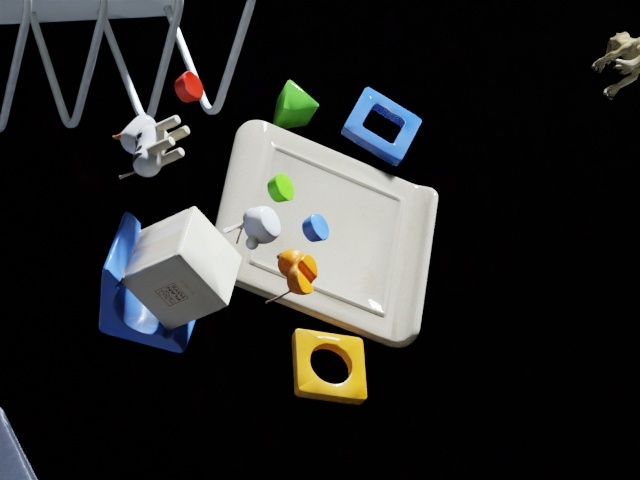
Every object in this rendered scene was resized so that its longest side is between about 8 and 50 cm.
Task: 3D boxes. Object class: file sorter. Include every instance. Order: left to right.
[{"bbox_3d":[-0.212,-0.204,1.620,0.193,0.278,0.173,112,-36,-47],"label":"file sorter"}]

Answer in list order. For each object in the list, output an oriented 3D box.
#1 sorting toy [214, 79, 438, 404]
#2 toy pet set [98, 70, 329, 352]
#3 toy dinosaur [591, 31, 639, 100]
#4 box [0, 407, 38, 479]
[{"bbox_3d":[0.000,0.000,1.733,0.047,0.196,0.347,124,-19,-50],"label":"sorting toy"},{"bbox_3d":[-0.065,0.001,0.958,0.065,0.114,0.122,-23,-57,31],"label":"toy pet set"},{"bbox_3d":[0.299,-0.166,1.696,0.183,0.092,0.053,4,-44,50],"label":"toy dinosaur"},{"bbox_3d":[-0.367,0.358,1.700,0.312,0.343,0.179,52,-16,54],"label":"box"}]
